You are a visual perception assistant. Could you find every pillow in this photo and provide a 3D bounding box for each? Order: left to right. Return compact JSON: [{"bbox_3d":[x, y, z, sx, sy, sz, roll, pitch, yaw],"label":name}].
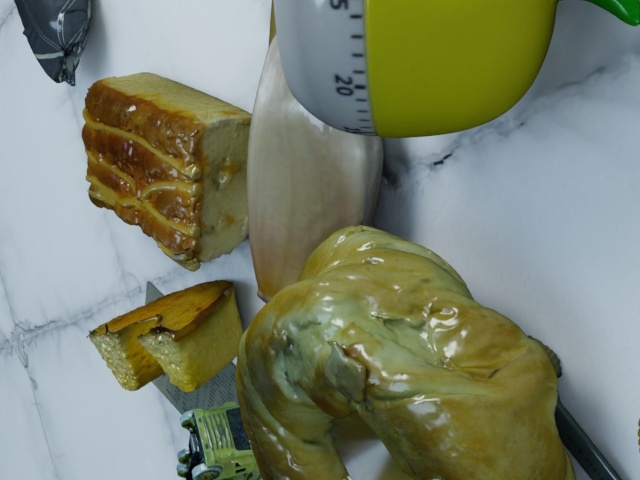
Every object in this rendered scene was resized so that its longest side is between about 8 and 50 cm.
[{"bbox_3d":[-0.402,-0.383,1.389,0.161,0.092,0.335,-44,65,52],"label":"pillow"}]

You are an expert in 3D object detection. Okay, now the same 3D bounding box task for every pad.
[{"bbox_3d":[-0.184,0.186,1.354,0.265,0.009,0.160,37,127,39],"label":"pad"}]

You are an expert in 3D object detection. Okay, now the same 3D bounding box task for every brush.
[{"bbox_3d":[0.238,0.193,0.823,0.266,0.027,0.062,55,138,20],"label":"brush"}]

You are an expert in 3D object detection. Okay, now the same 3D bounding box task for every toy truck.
[{"bbox_3d":[-0.113,0.277,1.209,0.191,0.116,0.085,104,152,-49],"label":"toy truck"}]

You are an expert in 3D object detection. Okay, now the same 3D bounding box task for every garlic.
[{"bbox_3d":[-0.005,-0.058,0.973,0.143,0.112,0.318,17,111,24],"label":"garlic"}]

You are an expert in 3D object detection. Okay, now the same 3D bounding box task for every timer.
[{"bbox_3d":[0.113,-0.204,0.711,0.285,0.285,0.285,19,115,47],"label":"timer"}]

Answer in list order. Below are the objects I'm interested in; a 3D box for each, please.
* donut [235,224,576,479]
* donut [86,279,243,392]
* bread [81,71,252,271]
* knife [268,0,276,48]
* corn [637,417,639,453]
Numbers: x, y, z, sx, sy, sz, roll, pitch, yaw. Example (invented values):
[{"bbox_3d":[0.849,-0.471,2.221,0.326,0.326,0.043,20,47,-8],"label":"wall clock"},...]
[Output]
[{"bbox_3d":[0.070,0.166,0.880,0.360,0.170,0.360,30,135,35],"label":"donut"},{"bbox_3d":[-0.170,0.112,1.213,0.259,0.152,0.101,-13,106,57],"label":"donut"},{"bbox_3d":[-0.195,-0.096,1.202,0.274,0.114,0.185,29,122,46],"label":"bread"},{"bbox_3d":[-0.049,-0.160,1.072,0.046,0.022,0.256,26,120,40],"label":"knife"},{"bbox_3d":[0.290,0.218,0.727,0.068,0.068,0.207,-20,83,52],"label":"corn"}]
